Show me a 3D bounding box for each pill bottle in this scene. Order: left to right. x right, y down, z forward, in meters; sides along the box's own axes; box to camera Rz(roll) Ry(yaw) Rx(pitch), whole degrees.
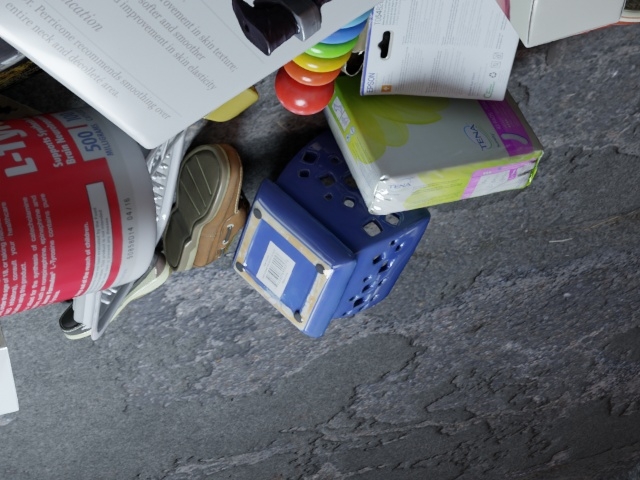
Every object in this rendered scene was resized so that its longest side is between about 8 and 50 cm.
[{"bbox_3d":[-0.417,-0.015,1.404,0.408,0.229,0.229,-16,149,-33],"label":"pill bottle"}]

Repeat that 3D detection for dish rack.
[{"bbox_3d":[-0.290,-0.040,1.779,0.072,0.285,0.333,22,139,3],"label":"dish rack"}]

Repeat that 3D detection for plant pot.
[{"bbox_3d":[-0.136,-0.220,1.742,0.081,0.081,0.083,-34,159,16],"label":"plant pot"},{"bbox_3d":[0.000,0.000,1.944,0.212,0.236,0.236,-34,158,-40],"label":"plant pot"}]

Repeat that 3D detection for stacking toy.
[{"bbox_3d":[-0.001,-0.291,1.682,0.141,0.141,0.330,-11,150,-21],"label":"stacking toy"}]

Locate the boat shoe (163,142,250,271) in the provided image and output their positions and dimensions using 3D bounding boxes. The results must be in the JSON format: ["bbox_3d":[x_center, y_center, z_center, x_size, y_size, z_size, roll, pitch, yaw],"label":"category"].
[{"bbox_3d":[-0.170,-0.062,1.937,0.104,0.110,0.307,-11,156,-28],"label":"boat shoe"}]

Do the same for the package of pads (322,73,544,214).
[{"bbox_3d":[0.175,-0.164,1.885,0.296,0.229,0.101,-10,146,-20],"label":"package of pads"}]

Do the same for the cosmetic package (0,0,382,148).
[{"bbox_3d":[-0.152,-0.374,1.265,0.394,0.327,0.329,-31,148,12],"label":"cosmetic package"}]

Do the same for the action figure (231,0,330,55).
[{"bbox_3d":[0.051,-0.283,1.143,0.285,0.099,0.185,-21,142,-13],"label":"action figure"}]

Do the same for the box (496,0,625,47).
[{"bbox_3d":[0.297,-0.395,1.620,0.149,0.232,0.127,-17,147,-11],"label":"box"}]

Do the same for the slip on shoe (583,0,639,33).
[{"bbox_3d":[0.376,-0.361,1.840,0.331,0.123,0.101,-7,151,-16],"label":"slip on shoe"}]

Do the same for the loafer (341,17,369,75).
[{"bbox_3d":[0.066,-0.301,1.777,0.056,0.050,0.148,-5,143,-29],"label":"loafer"}]

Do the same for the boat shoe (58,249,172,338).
[{"bbox_3d":[-0.358,0.081,2.042,0.223,0.080,0.073,-33,142,5],"label":"boat shoe"}]

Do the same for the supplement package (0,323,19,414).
[{"bbox_3d":[-0.626,0.169,1.870,0.263,0.199,0.198,-13,146,-17],"label":"supplement package"}]

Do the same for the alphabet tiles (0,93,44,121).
[{"bbox_3d":[-0.422,-0.065,1.541,0.198,0.009,0.237,25,99,-46],"label":"alphabet tiles"}]

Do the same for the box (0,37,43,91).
[{"bbox_3d":[-0.498,-0.173,1.397,0.395,0.097,0.318,-26,-174,2],"label":"box"}]

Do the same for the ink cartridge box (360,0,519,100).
[{"bbox_3d":[0.176,-0.295,1.760,0.224,0.045,0.223,2,144,-3],"label":"ink cartridge box"}]
